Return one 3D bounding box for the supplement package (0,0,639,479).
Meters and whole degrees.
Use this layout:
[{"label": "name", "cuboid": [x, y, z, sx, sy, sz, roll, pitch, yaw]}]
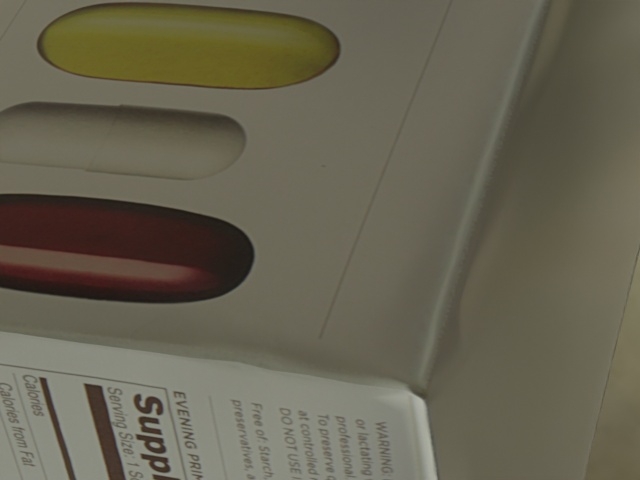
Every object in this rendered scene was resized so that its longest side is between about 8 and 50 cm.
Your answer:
[{"label": "supplement package", "cuboid": [0.000, 0.000, 0.479, 0.145, 0.204, 0.262, 7, -134, 16]}]
